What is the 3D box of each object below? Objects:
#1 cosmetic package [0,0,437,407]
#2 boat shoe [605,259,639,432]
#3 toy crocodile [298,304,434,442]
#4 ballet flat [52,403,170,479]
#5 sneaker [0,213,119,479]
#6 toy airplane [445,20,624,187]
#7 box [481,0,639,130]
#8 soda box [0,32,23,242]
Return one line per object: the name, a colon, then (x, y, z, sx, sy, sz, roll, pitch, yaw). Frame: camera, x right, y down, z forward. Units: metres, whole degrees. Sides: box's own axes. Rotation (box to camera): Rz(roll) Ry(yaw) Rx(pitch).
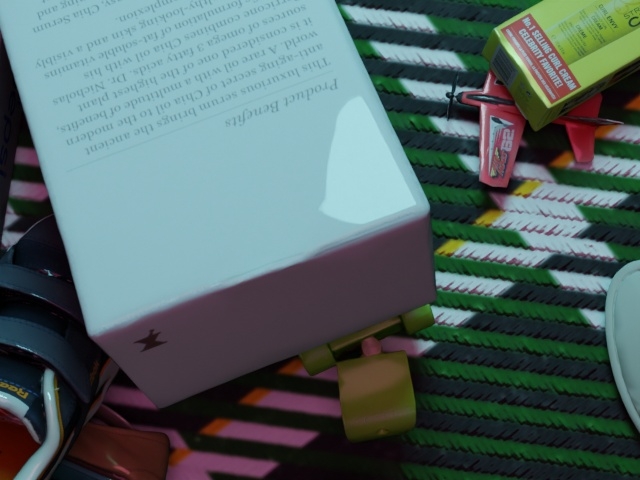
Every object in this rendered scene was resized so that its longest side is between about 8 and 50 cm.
cosmetic package: (-0.101, -0.136, 0.905, 0.230, 0.161, 0.453, -21, 64, -1)
boat shoe: (0.344, 0.152, 0.983, 0.099, 0.116, 0.320, -18, 72, -44)
toy crocodile: (0.000, 0.000, 0.993, 0.115, 0.105, 0.341, -24, 79, -1)
ballet flat: (-0.233, 0.153, 0.996, 0.232, 0.080, 0.073, 21, 56, 1)
sneaker: (-0.221, 0.095, 0.913, 0.126, 0.127, 0.321, 15, 58, -1)
toy airplane: (0.180, -0.112, 1.031, 0.151, 0.028, 0.151, 0, 77, -1)
box: (0.255, -0.188, 1.008, 0.232, 0.058, 0.087, -29, 79, -9)
soda box: (-0.313, -0.037, 0.996, 0.091, 0.098, 0.286, 8, 83, 1)
